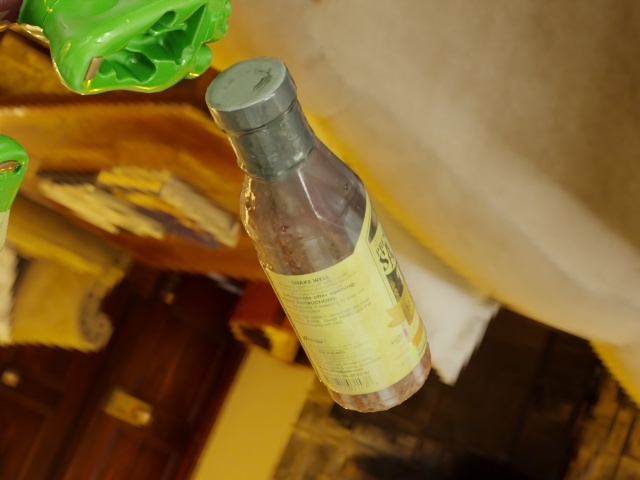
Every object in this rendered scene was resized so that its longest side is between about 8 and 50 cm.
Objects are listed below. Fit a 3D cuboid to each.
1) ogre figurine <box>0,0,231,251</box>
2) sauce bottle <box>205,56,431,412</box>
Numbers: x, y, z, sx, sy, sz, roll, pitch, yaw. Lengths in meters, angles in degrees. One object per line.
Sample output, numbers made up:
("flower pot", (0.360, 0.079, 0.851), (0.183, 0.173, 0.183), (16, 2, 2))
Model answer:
("ogre figurine", (-0.111, -0.065, 0.428), (0.118, 0.197, 0.097), (43, -176, 18))
("sauce bottle", (0.000, 0.000, 0.468), (0.042, 0.042, 0.128), (13, 142, 36))
